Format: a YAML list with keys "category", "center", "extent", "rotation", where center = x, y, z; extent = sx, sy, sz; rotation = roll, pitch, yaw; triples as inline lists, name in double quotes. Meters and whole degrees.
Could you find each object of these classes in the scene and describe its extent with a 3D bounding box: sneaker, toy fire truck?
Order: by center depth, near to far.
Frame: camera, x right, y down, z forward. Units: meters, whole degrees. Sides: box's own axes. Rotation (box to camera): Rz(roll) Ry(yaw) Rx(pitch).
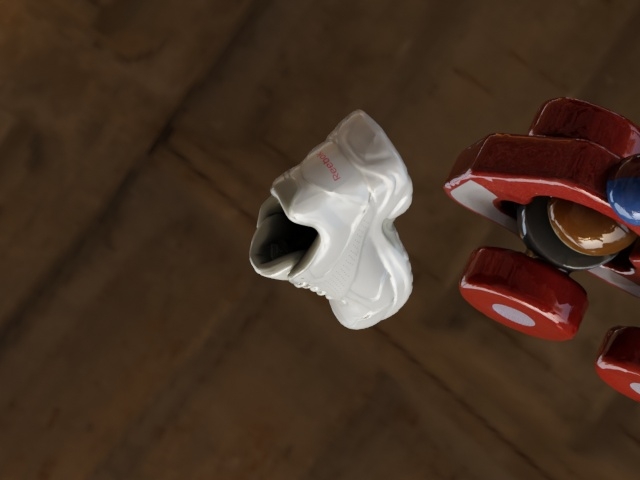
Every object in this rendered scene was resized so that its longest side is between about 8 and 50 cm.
- category: "sneaker"
  center: [0.000, 0.000, 1.431]
  extent: [0.115, 0.232, 0.090]
  rotation: [-27, -121, -13]
- category: "toy fire truck"
  center: [0.250, 0.001, 1.444]
  extent: [0.169, 0.302, 0.254]
  rotation: [-63, -171, -15]
